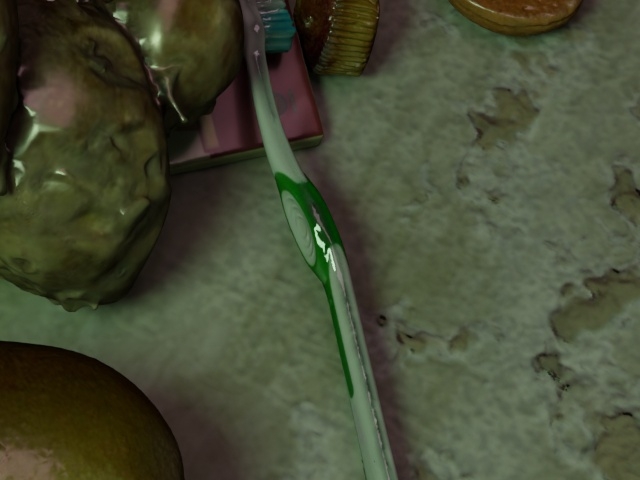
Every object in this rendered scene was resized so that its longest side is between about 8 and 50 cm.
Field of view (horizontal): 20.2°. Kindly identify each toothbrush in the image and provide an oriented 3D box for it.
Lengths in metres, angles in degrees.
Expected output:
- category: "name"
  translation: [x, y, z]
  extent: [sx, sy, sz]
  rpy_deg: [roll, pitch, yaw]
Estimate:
- category: "toothbrush"
  translation: [-0.005, 0.001, 1.201]
  extent: [0.040, 0.042, 0.418]
  rpy_deg: [-4, 66, -20]

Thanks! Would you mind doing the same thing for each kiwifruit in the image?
- category: "kiwifruit"
  translation: [-0.189, 0.149, 1.022]
  extent: [0.234, 0.196, 0.196]
  rpy_deg: [1, 59, -1]

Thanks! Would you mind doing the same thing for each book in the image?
- category: "book"
  translation: [-0.126, -0.123, 1.268]
  extent: [0.232, 0.022, 0.162]
  rpy_deg: [-13, 81, -15]

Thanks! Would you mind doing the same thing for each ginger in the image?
- category: "ginger"
  translation: [-0.207, -0.091, 1.095]
  extent: [0.176, 0.375, 0.256]
  rpy_deg: [14, 94, 40]

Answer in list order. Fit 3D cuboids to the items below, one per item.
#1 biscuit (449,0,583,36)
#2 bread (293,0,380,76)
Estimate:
- category: "biscuit"
  translation: [0.080, -0.275, 1.402]
  extent: [0.205, 0.049, 0.324]
  rpy_deg: [-37, 70, -24]
- category: "bread"
  translation: [0.008, -0.160, 1.303]
  extent: [0.053, 0.085, 0.085]
  rpy_deg: [4, 58, -15]
